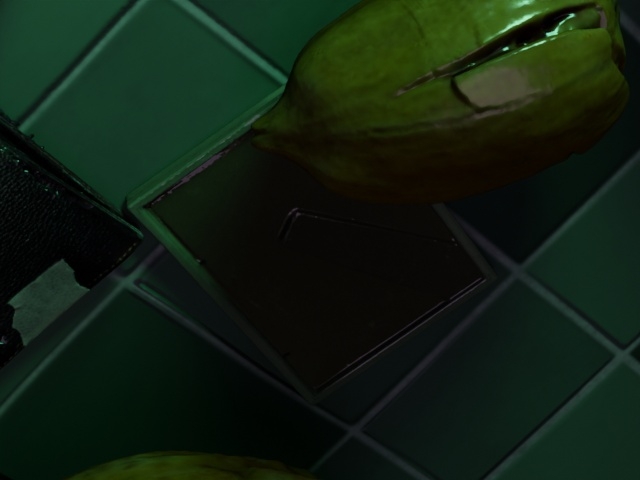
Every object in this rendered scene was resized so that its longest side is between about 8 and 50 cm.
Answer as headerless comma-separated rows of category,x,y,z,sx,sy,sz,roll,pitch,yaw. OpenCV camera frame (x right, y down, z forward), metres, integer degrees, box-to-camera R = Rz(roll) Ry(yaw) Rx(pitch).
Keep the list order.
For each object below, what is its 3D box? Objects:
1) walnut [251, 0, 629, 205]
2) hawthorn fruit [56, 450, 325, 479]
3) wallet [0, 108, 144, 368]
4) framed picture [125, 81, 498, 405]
walnut,0.101,-0.132,1.353,0.336,0.209,0.209,-16,125,0
hawthorn fruit,-0.120,0.401,1.506,0.472,0.471,0.471,-8,123,-12
wallet,-0.317,0.000,1.392,0.221,0.071,0.262,-42,130,11
framed picture,0.000,0.000,1.512,0.240,0.020,0.324,-36,125,7
